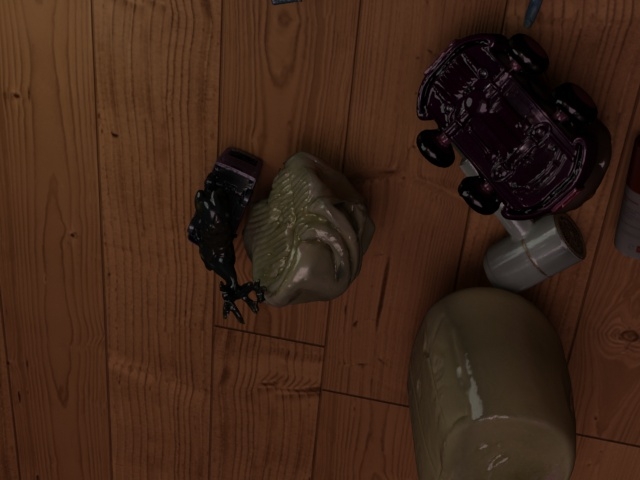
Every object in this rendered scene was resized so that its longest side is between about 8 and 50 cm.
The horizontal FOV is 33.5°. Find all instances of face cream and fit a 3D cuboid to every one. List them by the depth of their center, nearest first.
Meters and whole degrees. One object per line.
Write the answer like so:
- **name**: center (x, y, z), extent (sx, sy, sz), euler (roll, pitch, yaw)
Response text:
- **face cream**: center (0.589, -0.078, 1.892), extent (0.096, 0.096, 0.214), euler (7, 123, 9)

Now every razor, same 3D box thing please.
- **razor**: center (0.365, -0.414, 1.772), extent (0.068, 0.040, 0.135), euler (17, 129, 4)

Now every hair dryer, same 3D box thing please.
- **hair dryer**: center (0.325, -0.073, 1.977), extent (0.173, 0.107, 0.357), euler (-32, 101, 28)

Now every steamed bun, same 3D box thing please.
- **steamed bun**: center (0.000, 0.000, 1.987), extent (0.207, 0.280, 0.268), euler (14, 118, -29)
- **steamed bun**: center (0.338, 0.339, 2.037), extent (0.290, 0.371, 0.455), euler (0, 142, -6)

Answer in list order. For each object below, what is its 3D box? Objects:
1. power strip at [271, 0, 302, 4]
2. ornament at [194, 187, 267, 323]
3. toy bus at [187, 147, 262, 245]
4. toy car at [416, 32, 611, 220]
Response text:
- **power strip**: center (-0.068, -0.473, 1.840), extent (0.056, 0.032, 0.123), euler (-5, 120, 16)
- **ornament**: center (-0.164, 0.037, 1.942), extent (0.080, 0.236, 0.202), euler (-11, 130, -16)
- **toy bus**: center (-0.187, -0.077, 2.077), extent (0.096, 0.108, 0.198), euler (24, 123, -2)
- **toy car**: center (0.346, -0.197, 1.820), extent (0.271, 0.240, 0.340), euler (-45, 75, 30)
